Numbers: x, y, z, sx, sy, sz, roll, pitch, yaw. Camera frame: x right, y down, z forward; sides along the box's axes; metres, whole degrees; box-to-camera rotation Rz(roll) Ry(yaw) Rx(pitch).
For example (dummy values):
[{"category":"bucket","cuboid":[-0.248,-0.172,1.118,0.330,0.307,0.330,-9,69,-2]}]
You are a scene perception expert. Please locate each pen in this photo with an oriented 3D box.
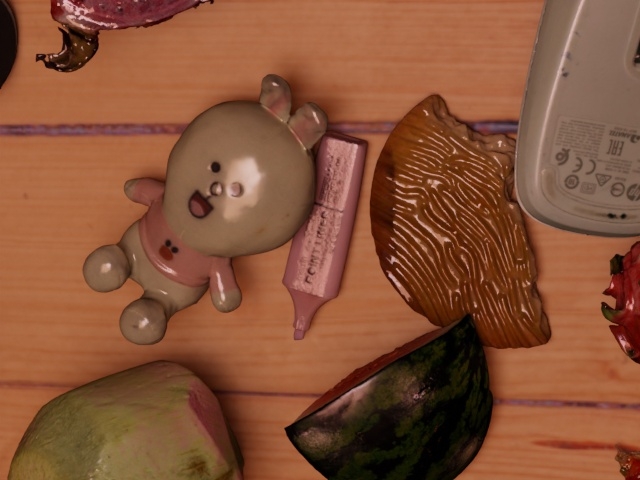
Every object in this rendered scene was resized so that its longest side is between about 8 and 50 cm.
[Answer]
[{"category":"pen","cuboid":[0.000,0.000,1.699,0.053,0.032,0.197,15,107,11]}]

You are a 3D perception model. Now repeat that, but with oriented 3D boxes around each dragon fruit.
[{"category":"dragon fruit","cuboid":[-0.162,-0.283,1.618,0.211,0.147,0.282,27,114,-3]},{"category":"dragon fruit","cuboid":[0.341,0.080,1.580,0.236,0.135,0.137,38,107,-16]}]

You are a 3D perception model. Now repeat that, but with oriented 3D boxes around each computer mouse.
[{"category":"computer mouse","cuboid":[0.247,-0.146,1.547,0.160,0.097,0.288,7,110,-16]}]

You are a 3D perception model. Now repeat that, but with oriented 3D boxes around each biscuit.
[{"category":"biscuit","cuboid":[0.133,-0.004,1.661,0.228,0.031,0.176,42,113,2]}]

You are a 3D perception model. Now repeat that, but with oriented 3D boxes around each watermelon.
[{"category":"watermelon","cuboid":[0.078,0.171,1.678,0.193,0.137,0.145,-30,95,-6]}]

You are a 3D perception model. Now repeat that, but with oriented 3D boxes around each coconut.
[{"category":"coconut","cuboid":[-0.166,0.221,1.720,0.205,0.236,0.235,-2,108,52]}]

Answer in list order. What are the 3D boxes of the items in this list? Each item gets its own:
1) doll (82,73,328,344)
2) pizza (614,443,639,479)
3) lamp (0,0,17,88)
[{"category":"doll","cuboid":[-0.095,-0.033,1.681,0.155,0.113,0.275,45,105,10]},{"category":"pizza","cuboid":[0.310,0.233,1.679,0.100,0.029,0.099,4,107,15]},{"category":"lamp","cuboid":[-0.469,-0.178,1.738,0.371,0.108,0.130,4,110,14]}]
